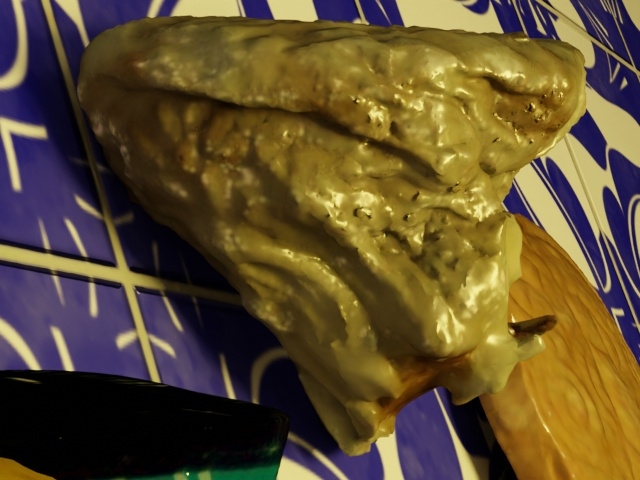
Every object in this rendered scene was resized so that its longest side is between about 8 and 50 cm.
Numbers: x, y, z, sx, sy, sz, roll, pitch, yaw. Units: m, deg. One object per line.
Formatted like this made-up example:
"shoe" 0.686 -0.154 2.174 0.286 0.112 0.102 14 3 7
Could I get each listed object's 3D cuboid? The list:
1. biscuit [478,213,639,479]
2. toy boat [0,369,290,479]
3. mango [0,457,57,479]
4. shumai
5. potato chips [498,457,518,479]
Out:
"biscuit" 0.218 0.136 1.384 0.365 0.062 0.385 32 33 -53
"toy boat" -0.131 0.101 0.653 0.299 0.134 0.092 6 96 -59
"mango" -0.114 0.142 0.430 0.365 0.253 0.182 43 64 -56
"shumai" 0.000 0.000 0.999 0.314 0.267 0.262 1 95 -36
"potato chips" 0.156 0.233 1.244 0.142 0.026 0.209 68 23 2
